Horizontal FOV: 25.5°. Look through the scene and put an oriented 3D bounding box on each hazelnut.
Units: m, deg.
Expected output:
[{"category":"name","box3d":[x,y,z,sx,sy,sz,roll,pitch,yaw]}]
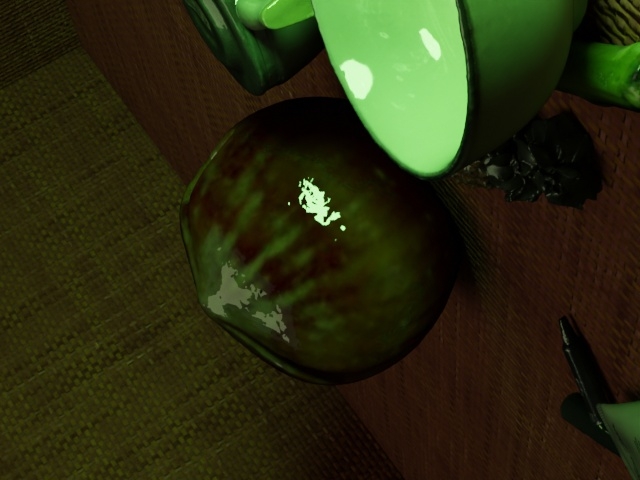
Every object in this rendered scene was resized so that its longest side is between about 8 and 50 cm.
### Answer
[{"category":"hazelnut","box3d":[0.000,0.000,2.141,0.429,0.402,0.402,53,167,1]}]

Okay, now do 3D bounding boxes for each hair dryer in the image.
[{"category":"hair dryer","box3d":[0.369,0.196,1.886,0.173,0.050,0.195,32,147,57]}]

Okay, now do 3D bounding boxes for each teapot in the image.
[{"category":"teapot","box3d":[-0.050,-0.347,1.764,0.239,0.239,0.321,56,171,7]}]

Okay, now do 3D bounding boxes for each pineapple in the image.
[{"category":"pineapple","box3d":[0.224,-0.099,1.624,0.119,0.111,0.237,28,179,-39]}]

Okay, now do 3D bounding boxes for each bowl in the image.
[{"category":"bowl","box3d":[0.133,-0.251,1.352,0.354,0.185,0.354,57,160,35]}]

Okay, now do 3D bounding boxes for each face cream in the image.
[{"category":"face cream","box3d":[0.416,0.242,1.703,0.143,0.089,0.314,61,169,9]}]

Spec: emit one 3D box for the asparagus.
[{"category":"asparagus","box3d":[0.260,-0.173,1.412,0.067,0.060,0.277,42,175,-27]}]
